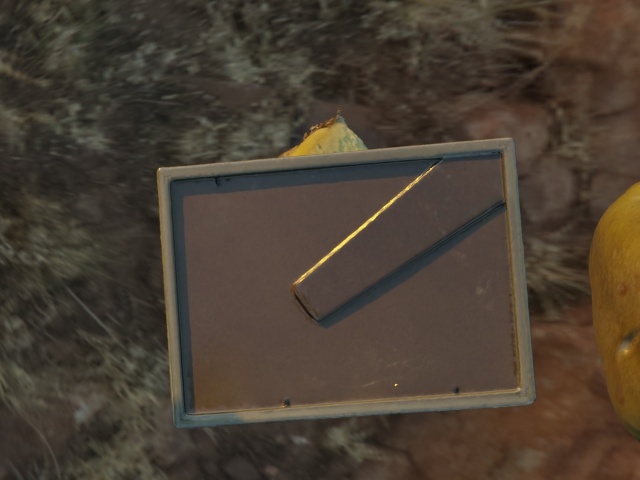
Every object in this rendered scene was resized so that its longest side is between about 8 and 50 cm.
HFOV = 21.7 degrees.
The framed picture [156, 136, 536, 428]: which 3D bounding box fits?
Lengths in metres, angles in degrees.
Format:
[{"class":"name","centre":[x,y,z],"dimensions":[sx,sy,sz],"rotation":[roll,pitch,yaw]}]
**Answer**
[{"class":"framed picture","centre":[0.013,0.025,0.930],"dimensions":[0.203,0.015,0.150],"rotation":[-5,86,4]}]

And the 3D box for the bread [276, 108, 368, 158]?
[{"class":"bread","centre":[0.000,0.000,1.281],"dimensions":[0.147,0.152,0.127],"rotation":[53,39,-3]}]

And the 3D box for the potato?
[{"class":"potato","centre":[0.337,0.072,1.485],"dimensions":[0.202,0.351,0.218],"rotation":[-35,130,13]}]
